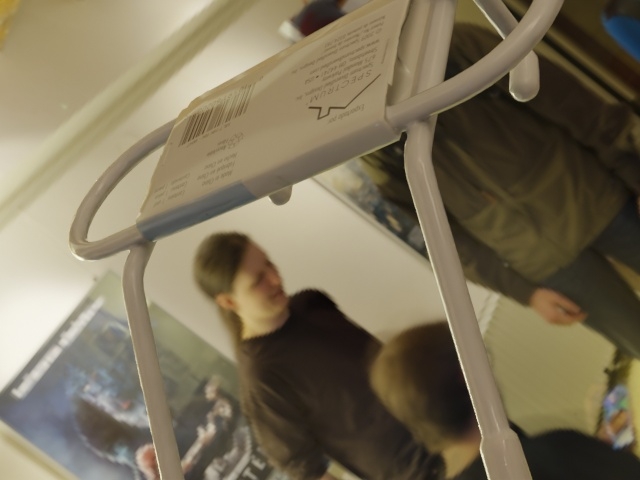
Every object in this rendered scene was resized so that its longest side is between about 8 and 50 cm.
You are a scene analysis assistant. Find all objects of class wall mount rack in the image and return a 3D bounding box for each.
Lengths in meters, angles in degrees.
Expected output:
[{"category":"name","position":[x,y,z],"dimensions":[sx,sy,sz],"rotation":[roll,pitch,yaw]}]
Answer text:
[{"category":"wall mount rack","position":[0.000,0.000,0.550],"dimensions":[0.350,0.130,0.304],"rotation":[-21,39,35]}]
